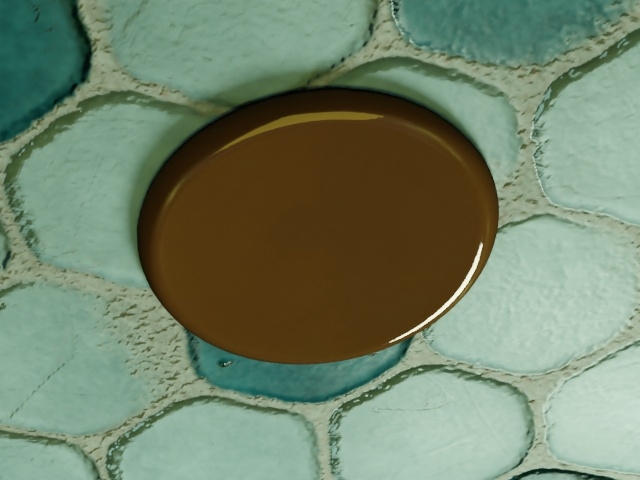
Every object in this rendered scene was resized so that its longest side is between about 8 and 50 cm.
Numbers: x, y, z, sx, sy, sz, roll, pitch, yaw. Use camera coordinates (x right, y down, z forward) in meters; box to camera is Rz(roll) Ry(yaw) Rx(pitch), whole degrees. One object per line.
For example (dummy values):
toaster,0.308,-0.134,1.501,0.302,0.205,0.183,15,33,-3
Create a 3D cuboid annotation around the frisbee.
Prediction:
frisbee,0.000,0.000,0.983,0.250,0.021,0.251,-5,132,-5
